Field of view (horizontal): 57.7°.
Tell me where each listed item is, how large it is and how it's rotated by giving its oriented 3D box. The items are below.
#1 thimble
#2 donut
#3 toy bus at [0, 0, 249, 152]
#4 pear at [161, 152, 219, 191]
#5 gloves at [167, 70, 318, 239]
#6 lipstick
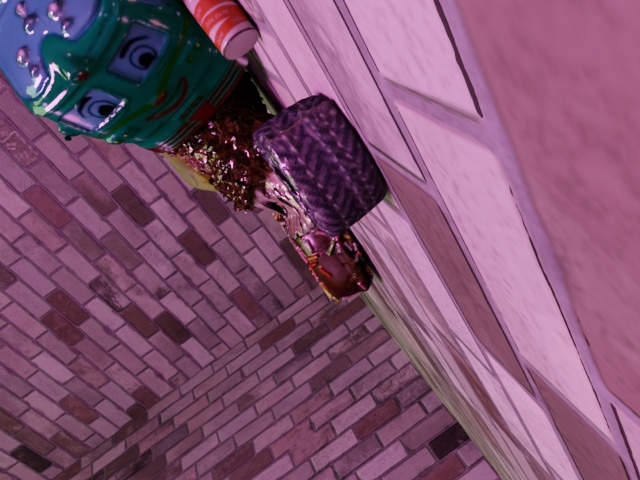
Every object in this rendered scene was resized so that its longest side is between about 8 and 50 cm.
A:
[{"bbox_3d":[-0.002,-0.059,0.462,0.104,0.066,0.095,54,176,-34],"label":"thimble"},{"bbox_3d":[0.000,0.000,1.101,0.269,0.103,0.270,56,179,1],"label":"donut"},{"bbox_3d":[-0.257,-0.265,0.591,0.343,0.183,0.199,53,-157,12],"label":"toy bus"},{"bbox_3d":[-0.254,-0.250,1.293,0.318,0.238,0.342,41,179,-26],"label":"pear"},{"bbox_3d":[-0.107,-0.127,0.765,0.312,0.135,0.210,34,-156,-10],"label":"gloves"},{"bbox_3d":[-0.107,-0.224,0.521,0.130,0.038,0.038,54,179,8],"label":"lipstick"}]
